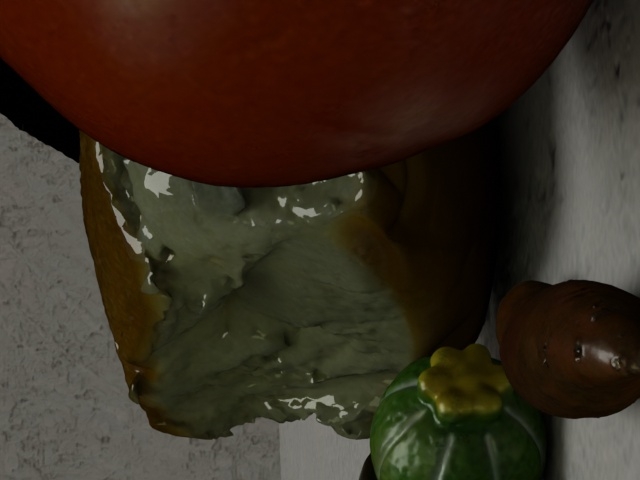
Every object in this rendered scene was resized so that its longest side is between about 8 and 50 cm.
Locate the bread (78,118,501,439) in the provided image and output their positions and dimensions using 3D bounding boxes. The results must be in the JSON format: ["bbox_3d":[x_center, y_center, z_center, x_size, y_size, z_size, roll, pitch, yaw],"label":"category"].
[{"bbox_3d":[-0.017,-0.045,1.012,0.279,0.225,0.250,70,-164,-59],"label":"bread"}]

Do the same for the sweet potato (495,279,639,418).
[{"bbox_3d":[0.098,0.044,0.765,0.264,0.057,0.057,147,122,-86],"label":"sweet potato"}]

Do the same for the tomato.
[{"bbox_3d":[-0.014,-0.182,0.729,0.321,0.321,0.321,179,90,-85],"label":"tomato"}]

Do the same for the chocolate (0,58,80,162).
[{"bbox_3d":[-0.098,-0.272,1.471,0.331,0.383,0.384,-77,-8,-49],"label":"chocolate"}]

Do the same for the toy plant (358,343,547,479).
[{"bbox_3d":[0.064,0.117,0.943,0.162,0.093,0.093,94,172,-48],"label":"toy plant"}]
